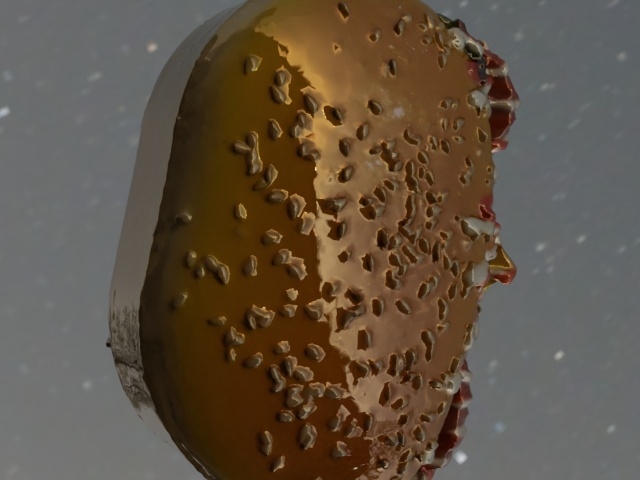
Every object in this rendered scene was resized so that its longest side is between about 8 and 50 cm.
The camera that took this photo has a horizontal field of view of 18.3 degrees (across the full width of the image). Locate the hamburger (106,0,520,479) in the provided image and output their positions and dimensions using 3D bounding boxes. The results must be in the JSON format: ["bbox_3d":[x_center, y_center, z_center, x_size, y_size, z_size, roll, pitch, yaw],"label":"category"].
[{"bbox_3d":[0.000,0.000,1.093,0.151,0.227,0.295,10,-92,48],"label":"hamburger"}]
